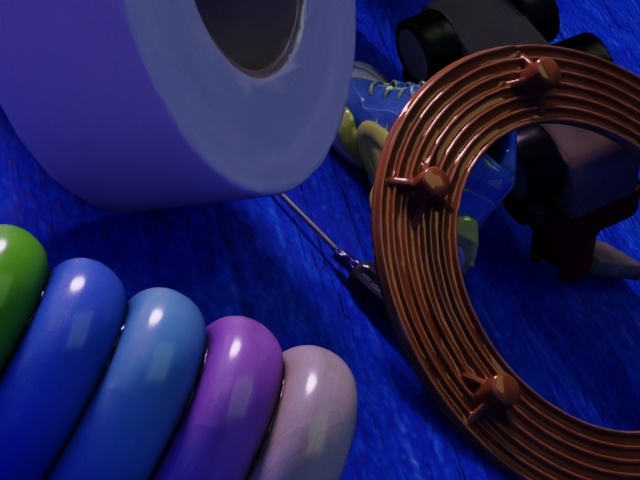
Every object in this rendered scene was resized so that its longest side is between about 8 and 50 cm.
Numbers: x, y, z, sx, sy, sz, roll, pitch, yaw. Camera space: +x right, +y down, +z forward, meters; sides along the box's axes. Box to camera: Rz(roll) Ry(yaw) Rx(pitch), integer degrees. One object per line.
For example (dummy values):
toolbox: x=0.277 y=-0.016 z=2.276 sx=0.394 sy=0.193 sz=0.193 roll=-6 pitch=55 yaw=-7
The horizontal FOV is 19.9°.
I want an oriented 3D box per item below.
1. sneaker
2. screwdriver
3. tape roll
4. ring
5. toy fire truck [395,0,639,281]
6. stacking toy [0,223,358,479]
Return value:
sneaker: x=0.081 y=-0.079 z=1.301 sx=0.091 sy=0.126 sz=0.240 roll=22 pitch=29 yaw=-36
screwdriver: x=0.000 y=0.000 z=1.186 sx=0.170 sy=0.025 sz=0.024 roll=40 pitch=22 yaw=24
tape roll: x=-0.083 y=-0.159 z=1.040 sx=0.286 sy=0.100 sz=0.286 roll=24 pitch=63 yaw=-60
ring: x=0.186 y=0.018 z=1.193 sx=0.336 sy=0.032 sz=0.336 roll=13 pitch=62 yaw=-26
toy fire truck: x=0.172 y=-0.059 z=1.425 sx=0.158 sy=0.246 sz=0.217 roll=-23 pitch=51 yaw=-18
stacking toy: x=-0.157 y=0.043 z=0.752 sx=0.330 sy=0.141 sz=0.141 roll=27 pitch=25 yaw=-10
